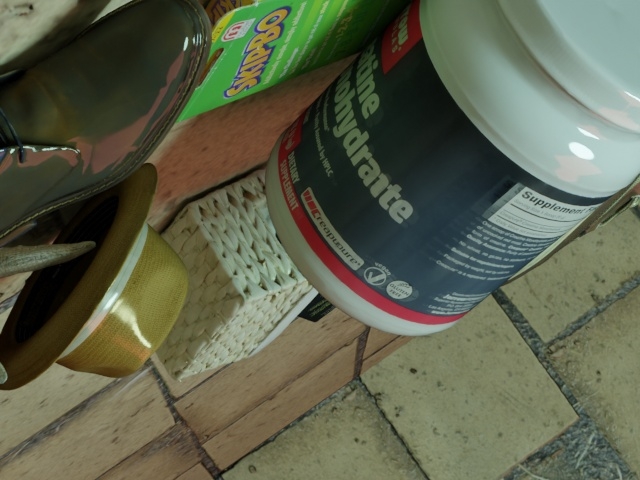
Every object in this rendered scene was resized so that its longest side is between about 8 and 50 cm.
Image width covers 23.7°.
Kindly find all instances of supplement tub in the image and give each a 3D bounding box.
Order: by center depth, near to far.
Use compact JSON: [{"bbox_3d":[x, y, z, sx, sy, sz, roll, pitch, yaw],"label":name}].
[{"bbox_3d":[0.107,-0.075,1.050,0.272,0.191,0.191,-43,166,36],"label":"supplement tub"}]

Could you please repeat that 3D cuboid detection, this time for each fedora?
[{"bbox_3d":[-0.144,0.038,1.032,0.194,0.079,0.194,-46,-160,22],"label":"fedora"}]

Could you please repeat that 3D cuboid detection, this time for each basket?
[{"bbox_3d":[-0.083,0.032,1.306,0.103,0.113,0.167,-20,162,-41],"label":"basket"}]

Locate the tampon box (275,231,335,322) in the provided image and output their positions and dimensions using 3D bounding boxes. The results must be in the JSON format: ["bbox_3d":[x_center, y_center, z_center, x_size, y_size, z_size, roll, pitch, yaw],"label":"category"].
[{"bbox_3d":[0.000,0.000,1.436,0.120,0.101,0.161,-36,170,4],"label":"tampon box"}]

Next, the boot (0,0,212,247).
[{"bbox_3d":[-0.157,-0.055,0.806,0.219,0.082,0.106,-38,171,21],"label":"boot"}]

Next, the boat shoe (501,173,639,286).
[{"bbox_3d":[0.202,-0.039,1.156,0.095,0.095,0.257,17,135,-34],"label":"boat shoe"}]

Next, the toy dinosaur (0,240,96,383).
[{"bbox_3d":[-0.279,0.088,0.964,0.295,0.127,0.200,-50,-177,-16],"label":"toy dinosaur"}]

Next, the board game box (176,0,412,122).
[{"bbox_3d":[0.001,-0.151,0.994,0.259,0.039,0.124,-30,167,-41],"label":"board game box"}]
